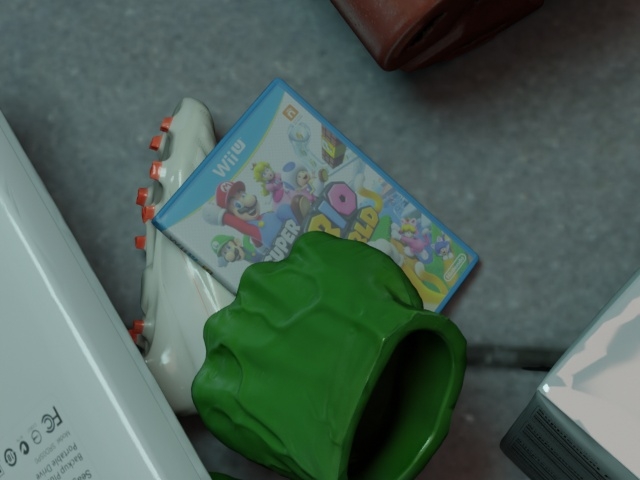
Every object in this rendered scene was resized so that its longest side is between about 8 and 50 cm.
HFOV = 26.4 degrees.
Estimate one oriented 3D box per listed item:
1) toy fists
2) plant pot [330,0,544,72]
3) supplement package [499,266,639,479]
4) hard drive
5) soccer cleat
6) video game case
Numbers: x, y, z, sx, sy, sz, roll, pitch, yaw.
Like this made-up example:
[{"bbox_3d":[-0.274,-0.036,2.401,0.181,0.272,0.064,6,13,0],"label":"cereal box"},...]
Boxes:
[{"bbox_3d":[-0.019,0.133,0.729,0.142,0.096,0.279,27,103,45],"label":"toy fists"},{"bbox_3d":[0.053,-0.260,0.802,0.272,0.272,0.265,-30,84,-6],"label":"plant pot"},{"bbox_3d":[0.217,0.076,0.717,0.149,0.203,0.194,42,79,12],"label":"supplement package"},{"bbox_3d":[-0.206,0.074,0.753,0.233,0.047,0.353,-41,73,31],"label":"hard drive"},{"bbox_3d":[-0.073,0.010,0.825,0.076,0.068,0.196,7,73,-15],"label":"soccer cleat"},{"bbox_3d":[0.000,0.000,0.809,0.166,0.015,0.119,41,70,-6],"label":"video game case"}]
